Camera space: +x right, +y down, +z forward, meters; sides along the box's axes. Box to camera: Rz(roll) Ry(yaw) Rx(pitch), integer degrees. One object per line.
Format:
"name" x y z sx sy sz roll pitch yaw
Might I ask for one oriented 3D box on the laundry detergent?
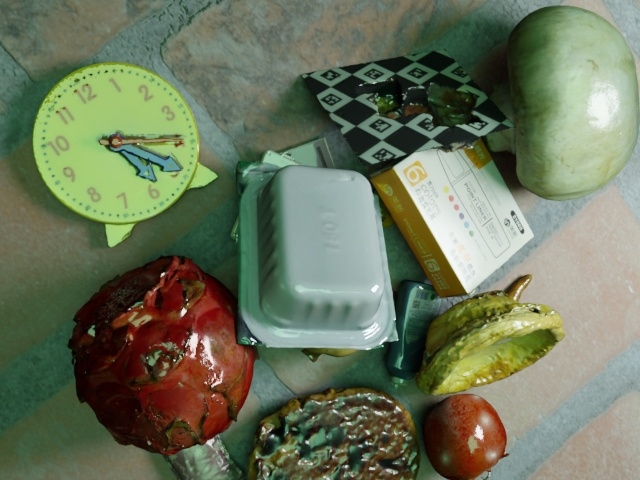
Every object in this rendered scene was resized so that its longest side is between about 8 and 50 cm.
"laundry detergent" 0.172 0.181 1.177 0.096 0.061 0.207 14 88 -42

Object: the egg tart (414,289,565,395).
"egg tart" 0.287 0.178 1.113 0.293 0.294 0.123 -15 59 -11

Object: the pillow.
"pillow" -0.221 0.395 1.121 0.118 0.043 0.185 -31 97 -7

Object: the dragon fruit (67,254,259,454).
"dragon fruit" -0.247 0.182 0.983 0.295 0.295 0.302 -19 96 -10

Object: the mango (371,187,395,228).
"mango" 0.121 -0.066 1.172 0.114 0.057 0.079 -32 91 -19

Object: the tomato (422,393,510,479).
"tomato" 0.267 0.366 1.162 0.167 0.167 0.168 0 92 -11

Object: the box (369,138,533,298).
"box" 0.245 -0.062 1.150 0.220 0.091 0.274 -37 98 -28

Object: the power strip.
"power strip" -0.096 -0.071 1.122 0.081 0.035 0.192 23 87 -12

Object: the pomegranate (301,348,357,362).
"pomegranate" 0.011 0.125 1.100 0.196 0.196 0.196 0 92 -11

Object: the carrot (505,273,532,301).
"carrot" 0.370 0.129 1.235 0.035 0.035 0.165 41 83 -10

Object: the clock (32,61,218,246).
"clock" -0.345 -0.163 1.066 0.277 0.071 0.293 -41 98 -7

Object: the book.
"book" -0.055 -0.103 1.155 0.181 0.014 0.127 -21 95 -10

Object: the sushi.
"sushi" 0.147 -0.228 1.109 0.291 0.294 0.059 -14 138 -11

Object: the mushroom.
"mushroom" 0.433 -0.245 1.121 0.260 0.352 0.353 0 92 32

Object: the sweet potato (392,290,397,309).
"sweet potato" 0.129 0.154 1.194 0.026 0.026 0.115 22 87 -11

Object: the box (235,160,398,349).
"box" 0.000 0.000 1.001 0.263 0.106 0.337 3 58 -15

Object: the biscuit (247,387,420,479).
"biscuit" 0.027 0.416 1.154 0.333 0.081 0.290 2 91 -15
